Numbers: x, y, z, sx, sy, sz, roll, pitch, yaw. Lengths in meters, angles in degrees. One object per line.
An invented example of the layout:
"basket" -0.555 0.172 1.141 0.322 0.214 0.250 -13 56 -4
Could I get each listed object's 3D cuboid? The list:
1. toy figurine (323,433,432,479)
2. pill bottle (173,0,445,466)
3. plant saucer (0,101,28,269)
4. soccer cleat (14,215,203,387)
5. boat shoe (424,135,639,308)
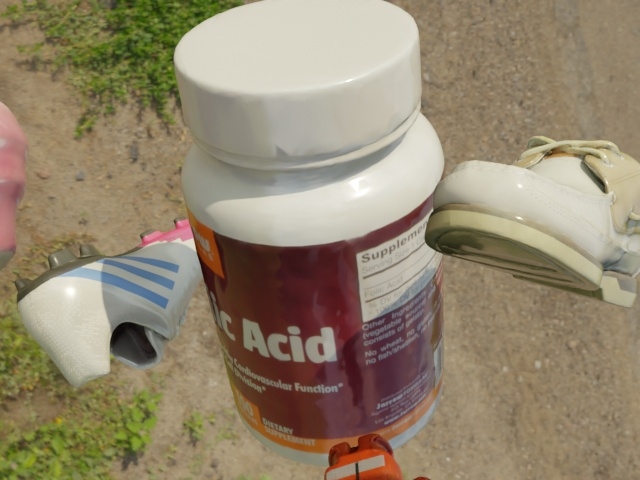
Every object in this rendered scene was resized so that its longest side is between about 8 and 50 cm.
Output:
"toy figurine" 0.067 0.272 0.545 0.213 0.148 0.209 23 110 -10
"pill bottle" 0.000 0.000 0.690 0.224 0.224 0.392 -40 137 -36
"plant saucer" -0.304 0.037 0.420 0.332 0.332 0.084 -36 97 -38
"soccer cleat" -0.198 0.067 0.859 0.143 0.116 0.331 60 26 3
"boat shoe" 0.162 -0.021 0.527 0.302 0.113 0.103 16 90 -59
